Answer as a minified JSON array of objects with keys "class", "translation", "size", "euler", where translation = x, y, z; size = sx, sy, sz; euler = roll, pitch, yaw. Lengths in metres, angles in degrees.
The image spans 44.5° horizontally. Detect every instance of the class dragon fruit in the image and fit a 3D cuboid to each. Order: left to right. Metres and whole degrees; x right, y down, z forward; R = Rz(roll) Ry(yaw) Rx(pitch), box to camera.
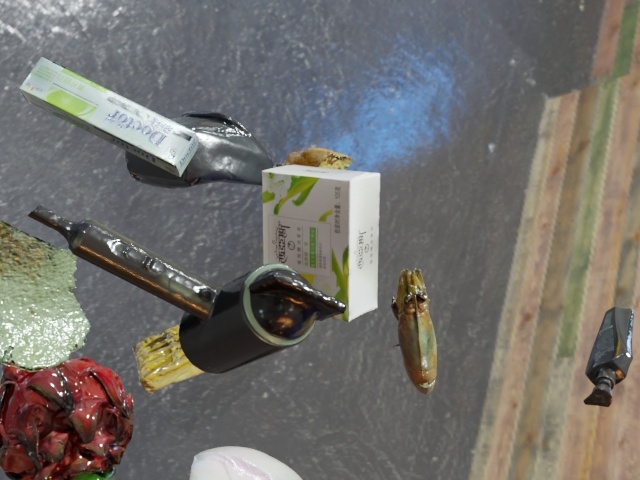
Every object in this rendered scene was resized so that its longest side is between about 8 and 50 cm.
[{"class":"dragon fruit","translation":[-0.418,0.266,1.239],"size":[0.234,0.234,0.293],"euler":[-24,72,-44]}]

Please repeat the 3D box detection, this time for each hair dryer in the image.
[{"class":"hair dryer","translation":[-0.127,0.028,0.666],"size":[0.248,0.195,0.078],"euler":[28,60,-20]}]

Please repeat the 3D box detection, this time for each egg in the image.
[{"class":"egg","translation":[-0.106,0.498,1.499],"size":[0.271,0.162,0.206],"euler":[66,15,3]}]

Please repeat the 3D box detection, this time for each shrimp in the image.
[{"class":"shrimp","translation":[0.124,0.122,1.084],"size":[0.051,0.115,0.217],"euler":[-20,128,-10]}]

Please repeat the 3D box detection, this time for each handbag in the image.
[{"class":"handbag","translation":[-0.274,-0.215,1.832],"size":[0.275,0.302,0.177],"euler":[-9,102,-39]}]

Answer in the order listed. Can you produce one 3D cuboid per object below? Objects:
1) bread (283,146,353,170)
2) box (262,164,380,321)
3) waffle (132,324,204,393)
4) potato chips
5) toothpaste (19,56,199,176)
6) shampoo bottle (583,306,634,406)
[{"class":"bread","translation":[-0.041,-0.135,1.894],"size":[0.134,0.260,0.129],"euler":[45,28,26]},{"class":"box","translation":[0.000,0.000,1.423],"size":[0.111,0.194,0.260],"euler":[-22,115,-53]},{"class":"waffle","translation":[-0.350,0.270,1.843],"size":[0.168,0.274,0.057],"euler":[-22,106,-12]},{"class":"potato chips","translation":[-0.375,0.057,0.967],"size":[0.167,0.059,0.228],"euler":[-20,114,-28]},{"class":"toothpaste","translation":[-0.394,-0.233,1.471],"size":[0.337,0.067,0.081],"euler":[26,74,6]},{"class":"shampoo bottle","translation":[0.274,0.108,0.737],"size":[0.027,0.048,0.137],"euler":[47,37,-3]}]
